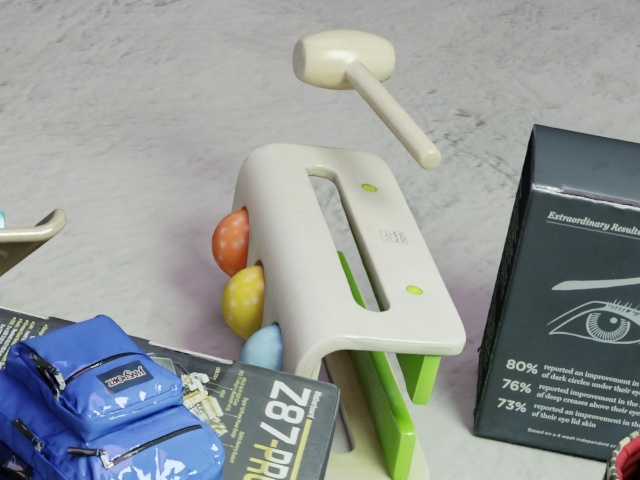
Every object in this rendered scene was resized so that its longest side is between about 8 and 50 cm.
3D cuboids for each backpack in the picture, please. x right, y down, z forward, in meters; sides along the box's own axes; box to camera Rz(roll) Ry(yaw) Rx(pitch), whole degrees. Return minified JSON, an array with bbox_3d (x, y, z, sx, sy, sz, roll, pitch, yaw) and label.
[{"bbox_3d":[-0.109,0.104,0.794,0.098,0.101,0.120,-23,49,-36],"label":"backpack"}]

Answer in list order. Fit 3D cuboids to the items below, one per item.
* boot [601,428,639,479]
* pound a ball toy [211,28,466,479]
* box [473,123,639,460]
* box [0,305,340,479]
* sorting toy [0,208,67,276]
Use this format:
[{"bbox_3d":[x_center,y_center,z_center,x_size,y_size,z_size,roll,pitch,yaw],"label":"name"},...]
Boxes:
[{"bbox_3d":[0.217,0.176,0.902,0.236,0.179,0.085,-18,40,-41],"label":"boot"},{"bbox_3d":[0.000,0.000,1.122,0.135,0.208,0.319,3,30,-14],"label":"pound a ball toy"},{"bbox_3d":[0.200,0.040,1.117,0.153,0.207,0.108,12,28,2],"label":"box"},{"bbox_3d":[-0.173,0.181,0.832,0.318,0.097,0.395,11,31,3],"label":"box"},{"bbox_3d":[-0.292,0.011,1.062,0.208,0.038,0.193,-7,-8,-27],"label":"sorting toy"}]
